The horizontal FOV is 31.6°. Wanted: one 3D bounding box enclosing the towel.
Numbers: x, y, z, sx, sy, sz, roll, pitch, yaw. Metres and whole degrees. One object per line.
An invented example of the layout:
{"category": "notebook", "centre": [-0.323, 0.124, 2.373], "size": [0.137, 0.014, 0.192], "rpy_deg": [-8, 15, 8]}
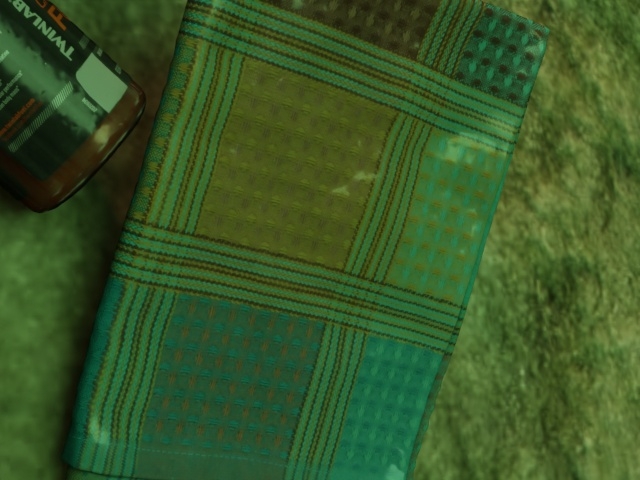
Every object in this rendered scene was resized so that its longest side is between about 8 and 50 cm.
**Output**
{"category": "towel", "centre": [0.000, 0.000, 0.741], "size": [0.271, 0.040, 0.370], "rpy_deg": [13, 96, -33]}

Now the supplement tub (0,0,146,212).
{"category": "supplement tub", "centre": [-0.207, -0.115, 0.674], "size": [0.198, 0.106, 0.106], "rpy_deg": [43, 57, -20]}
